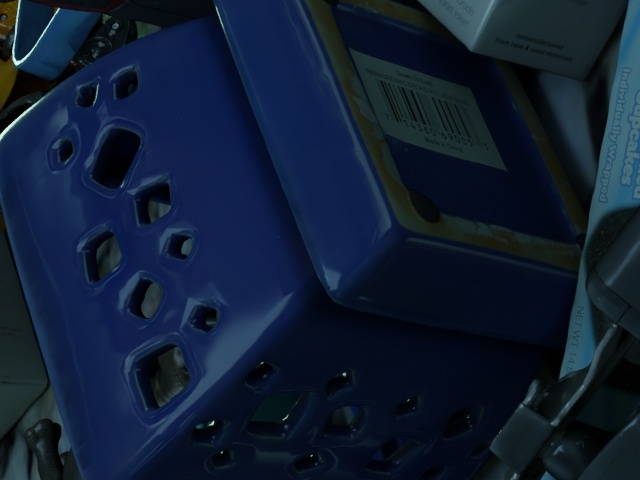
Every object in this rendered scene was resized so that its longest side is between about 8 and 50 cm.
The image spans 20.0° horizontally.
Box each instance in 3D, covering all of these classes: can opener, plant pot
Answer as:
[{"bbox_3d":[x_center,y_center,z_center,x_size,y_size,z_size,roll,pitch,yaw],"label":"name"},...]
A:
[{"bbox_3d":[0.167,0.026,0.773,0.095,0.076,0.283,39,118,11],"label":"can opener"},{"bbox_3d":[0.000,0.000,0.937,0.212,0.236,0.236,-42,53,32],"label":"plant pot"}]

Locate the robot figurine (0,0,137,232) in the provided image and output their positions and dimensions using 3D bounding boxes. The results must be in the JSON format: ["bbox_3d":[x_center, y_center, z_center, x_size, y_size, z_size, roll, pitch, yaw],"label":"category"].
[{"bbox_3d":[-0.261,-0.089,1.278,0.211,0.085,0.291,38,78,28],"label":"robot figurine"}]

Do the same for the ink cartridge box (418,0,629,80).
[{"bbox_3d":[0.117,-0.215,0.932,0.154,0.093,0.212,52,121,42],"label":"ink cartridge box"}]

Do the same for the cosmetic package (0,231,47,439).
[{"bbox_3d":[-0.365,0.009,1.433,0.197,0.155,0.366,-45,51,36],"label":"cosmetic package"}]

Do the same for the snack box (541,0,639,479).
[{"bbox_3d":[0.201,0.027,0.816,0.187,0.060,0.322,13,94,50],"label":"snack box"}]

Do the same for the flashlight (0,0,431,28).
[{"bbox_3d":[-0.069,-0.157,0.980,0.103,0.304,0.103,30,108,49],"label":"flashlight"}]

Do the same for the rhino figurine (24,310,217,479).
[{"bbox_3d":[-0.114,0.115,1.177,0.243,0.073,0.106,-53,44,30],"label":"rhino figurine"}]

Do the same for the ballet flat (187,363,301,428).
[{"bbox_3d":[-0.055,0.214,1.070,0.106,0.107,0.316,-24,65,54],"label":"ballet flat"}]

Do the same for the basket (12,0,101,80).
[{"bbox_3d":[-0.121,-0.269,1.131,0.255,0.201,0.289,-47,37,34],"label":"basket"}]
